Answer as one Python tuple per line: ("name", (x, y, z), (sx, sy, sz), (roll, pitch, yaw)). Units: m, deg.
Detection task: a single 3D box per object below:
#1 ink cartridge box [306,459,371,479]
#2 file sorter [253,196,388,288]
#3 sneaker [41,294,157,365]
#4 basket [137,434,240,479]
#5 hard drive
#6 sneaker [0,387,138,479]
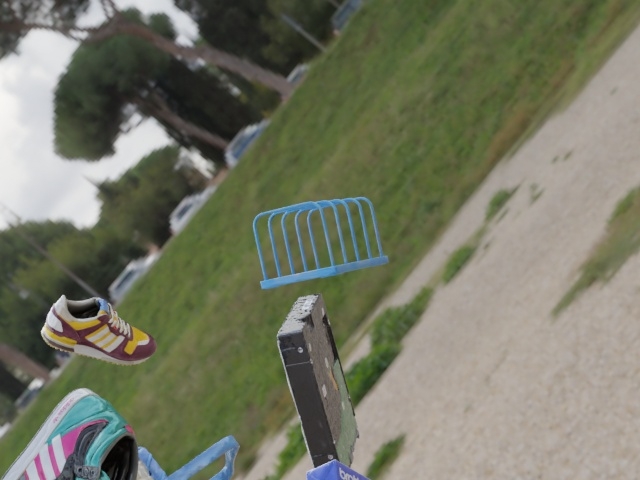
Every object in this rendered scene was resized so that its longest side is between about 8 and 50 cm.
("ink cartridge box", (0.067, 0.334, 1.282), (0.046, 0.207, 0.097), (-29, 43, 27))
("file sorter", (0.000, 0.000, 1.581), (0.118, 0.104, 0.170), (-12, -2, 28))
("sneaker", (-0.323, 0.133, 1.710), (0.084, 0.186, 0.069), (-60, 38, 24))
("basket", (-0.275, 0.473, 2.056), (0.289, 0.201, 0.254), (-36, -18, -21))
("hard drive", (-0.001, 0.304, 2.325), (0.064, 0.338, 0.237), (-13, 14, 13))
("sneaker", (-0.386, 0.392, 1.769), (0.295, 0.178, 0.124), (-59, -33, -16))
